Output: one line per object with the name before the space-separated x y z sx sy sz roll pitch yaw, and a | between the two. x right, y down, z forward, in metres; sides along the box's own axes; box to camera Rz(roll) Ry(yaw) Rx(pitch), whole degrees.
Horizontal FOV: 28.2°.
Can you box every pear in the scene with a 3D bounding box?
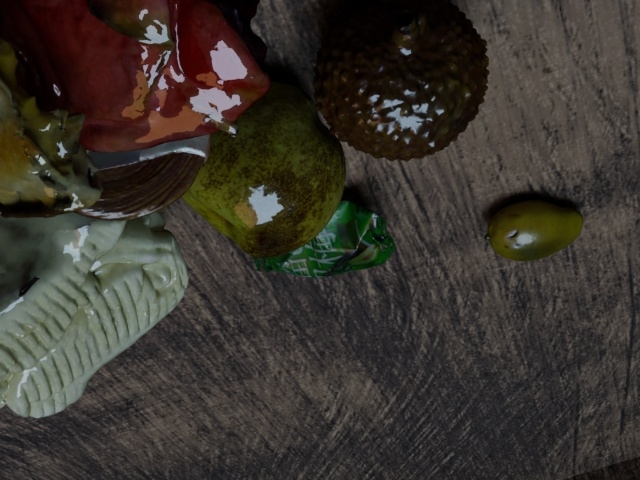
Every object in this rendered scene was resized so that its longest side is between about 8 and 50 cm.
pear | -0.063 -0.088 1.479 0.197 0.197 0.197 -11 150 -6

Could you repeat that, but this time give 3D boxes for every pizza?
pizza | -0.415 -0.179 1.123 0.392 0.434 0.080 -16 -163 40

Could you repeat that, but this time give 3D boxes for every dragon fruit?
dragon fruit | -0.242 -0.198 1.101 0.329 0.286 0.228 -27 152 15

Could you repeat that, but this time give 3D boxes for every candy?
candy | 0.000 -0.002 1.756 0.203 0.078 0.141 -4 139 6

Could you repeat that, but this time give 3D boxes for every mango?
mango | 0.319 -0.016 1.870 0.161 0.076 0.103 -6 143 -31

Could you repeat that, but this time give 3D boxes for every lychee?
lychee | 0.089 -0.179 1.387 0.200 0.200 0.238 -11 162 -6

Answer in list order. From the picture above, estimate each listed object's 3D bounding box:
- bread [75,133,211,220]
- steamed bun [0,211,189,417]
bread | -0.221 -0.122 1.314 0.212 0.142 0.224 28 90 -22
steamed bun | -0.361 0.033 1.512 0.394 0.237 0.346 -18 140 -49
